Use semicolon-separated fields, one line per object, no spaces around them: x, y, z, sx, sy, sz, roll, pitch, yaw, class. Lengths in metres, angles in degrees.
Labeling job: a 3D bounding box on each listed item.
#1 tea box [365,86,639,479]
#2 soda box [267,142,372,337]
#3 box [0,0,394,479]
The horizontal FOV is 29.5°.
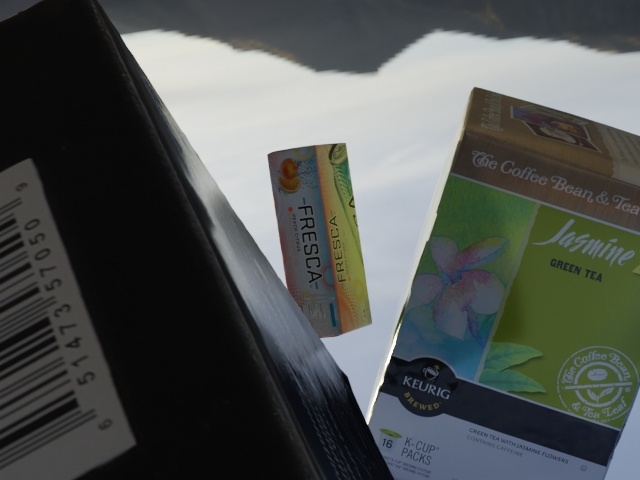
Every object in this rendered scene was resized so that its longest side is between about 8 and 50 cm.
0.194;0.046;1.173;0.220;0.324;0.329;17;-164;4;tea box
0.000;0.000;1.173;0.058;0.183;0.063;-6;-177;31;soda box
-0.075;0.141;0.574;0.212;0.395;0.293;-29;-126;1;box
